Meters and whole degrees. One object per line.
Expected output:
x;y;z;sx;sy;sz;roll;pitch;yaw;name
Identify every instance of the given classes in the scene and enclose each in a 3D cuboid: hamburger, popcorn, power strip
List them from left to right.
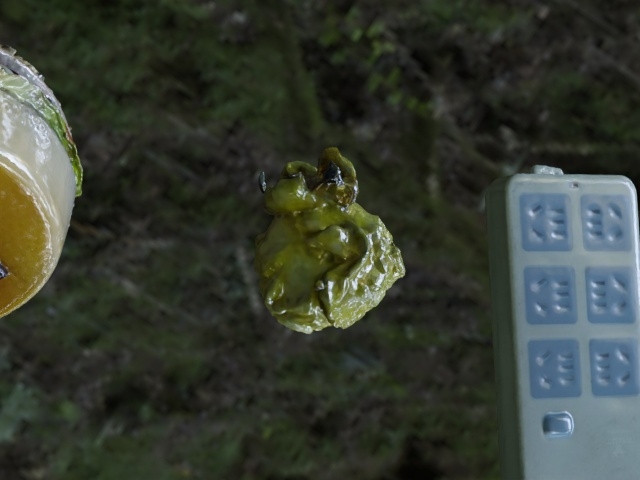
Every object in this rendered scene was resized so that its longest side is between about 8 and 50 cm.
-0.348;-0.054;1.489;0.300;0.300;0.176;-53;-147;37;hamburger
-0.008;0.006;1.966;0.168;0.195;0.173;-31;-172;-9;popcorn
0.185;0.075;1.274;0.046;0.118;0.270;-13;-102;62;power strip
